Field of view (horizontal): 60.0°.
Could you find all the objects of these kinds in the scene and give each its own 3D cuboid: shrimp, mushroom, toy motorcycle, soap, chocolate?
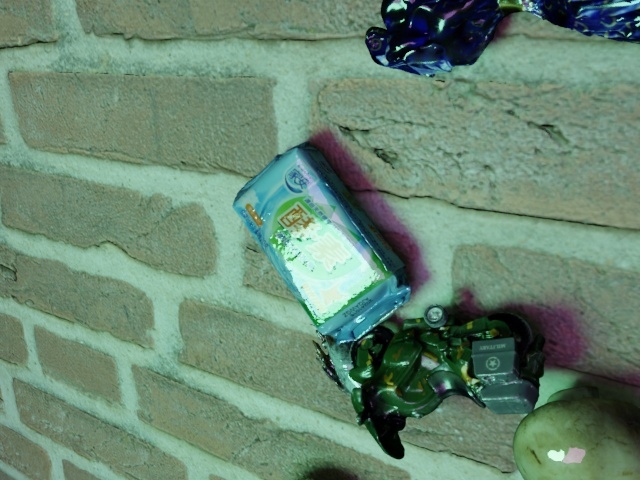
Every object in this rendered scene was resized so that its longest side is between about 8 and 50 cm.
[{"bbox_3d":[0.049,0.181,0.847,0.090,0.079,0.233,-38,80,-1],"label":"shrimp"},{"bbox_3d":[0.314,0.246,0.664,0.166,0.127,0.166,2,130,2],"label":"mushroom"},{"bbox_3d":[0.146,0.181,0.708,0.275,0.187,0.125,-14,140,33],"label":"toy motorcycle"},{"bbox_3d":[0.000,0.000,0.797,0.156,0.077,0.293,-40,83,25],"label":"soap"},{"bbox_3d":[0.193,-0.256,0.588,0.343,0.126,0.148,4,146,39],"label":"chocolate"}]

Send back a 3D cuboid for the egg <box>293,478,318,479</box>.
[{"bbox_3d":[-0.031,0.521,0.943,0.189,0.188,0.253,30,130,21],"label":"egg"}]
